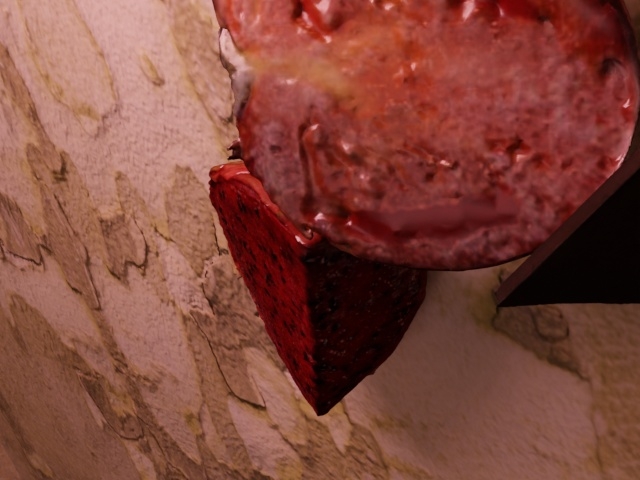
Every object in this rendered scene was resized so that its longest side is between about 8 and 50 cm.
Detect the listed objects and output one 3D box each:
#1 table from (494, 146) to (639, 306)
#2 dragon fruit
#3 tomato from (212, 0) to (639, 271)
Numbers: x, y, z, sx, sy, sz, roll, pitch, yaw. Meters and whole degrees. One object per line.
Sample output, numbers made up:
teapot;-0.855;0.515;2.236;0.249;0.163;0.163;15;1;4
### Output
table;0.273;0.055;0.440;0.282;0.196;0.250;-57;41;47
dragon fruit;0.000;0.000;0.806;0.205;0.152;0.317;49;160;29
tomato;0.078;-0.140;0.582;0.309;0.170;0.308;10;120;18
